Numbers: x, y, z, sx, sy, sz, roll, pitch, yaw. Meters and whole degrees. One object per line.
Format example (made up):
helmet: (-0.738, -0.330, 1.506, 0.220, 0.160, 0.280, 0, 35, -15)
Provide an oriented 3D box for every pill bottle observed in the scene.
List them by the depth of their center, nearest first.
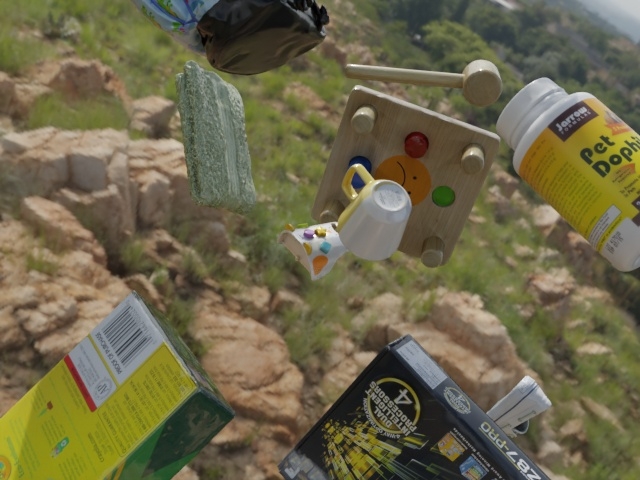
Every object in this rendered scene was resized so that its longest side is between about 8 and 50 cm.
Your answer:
pill bottle: (0.292, -0.078, 0.896, 0.117, 0.117, 0.215, -4, 47, -53)

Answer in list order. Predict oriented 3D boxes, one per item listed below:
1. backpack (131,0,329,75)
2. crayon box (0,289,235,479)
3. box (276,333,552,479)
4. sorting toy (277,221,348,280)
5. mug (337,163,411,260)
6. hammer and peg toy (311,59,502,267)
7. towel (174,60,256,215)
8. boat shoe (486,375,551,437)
backpack: (-0.183, -0.405, 1.171, 0.355, 0.273, 0.290, 64, 13, 1)
crayon box: (-0.272, 0.234, 0.947, 0.202, 0.318, 0.081, 43, -5, 46)
box: (0.163, 0.394, 1.300, 0.395, 0.318, 0.097, 46, 28, 14)
sorting toy: (0.000, 0.000, 1.019, 0.075, 0.045, 0.083, -19, 44, -28)
mug: (0.047, -0.027, 0.761, 0.078, 0.064, 0.062, 31, 56, 3)
hammer and peg toy: (0.144, -0.149, 1.350, 0.266, 0.361, 0.127, 19, 31, 3)
towel: (-0.105, -0.102, 0.852, 0.110, 0.027, 0.148, 9, 73, -65)
boat shoe: (0.361, 0.344, 1.590, 0.083, 0.226, 0.076, -33, 71, -31)
